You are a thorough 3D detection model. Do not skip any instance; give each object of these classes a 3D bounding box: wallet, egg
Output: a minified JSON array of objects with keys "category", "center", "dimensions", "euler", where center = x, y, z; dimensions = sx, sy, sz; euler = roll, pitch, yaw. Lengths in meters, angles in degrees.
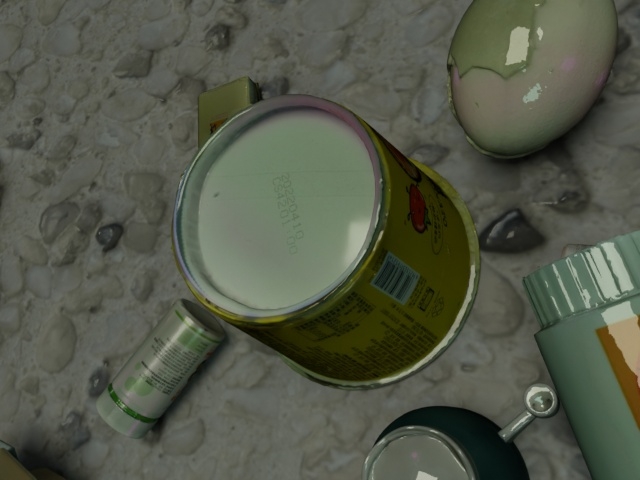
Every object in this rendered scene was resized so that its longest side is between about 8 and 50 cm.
[{"category":"wallet","center":[-0.139,-0.170,0.990],"dimensions":[0.110,0.039,0.155],"euler":[-15,67,24]},{"category":"egg","center":[0.238,-0.198,0.742],"dimensions":[0.183,0.183,0.217],"euler":[16,91,29]}]

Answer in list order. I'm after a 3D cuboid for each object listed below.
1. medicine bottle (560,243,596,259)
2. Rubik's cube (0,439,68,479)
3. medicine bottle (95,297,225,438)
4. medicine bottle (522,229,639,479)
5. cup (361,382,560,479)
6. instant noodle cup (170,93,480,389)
[{"category":"medicine bottle","center":[0.311,0.032,0.700],"dimensions":[0.089,0.052,0.052],"euler":[5,75,26]},{"category":"Rubik's cube","center":[-0.459,0.371,0.837],"dimensions":[0.212,0.224,0.265],"euler":[13,121,30]},{"category":"medicine bottle","center":[-0.219,0.175,0.884],"dimensions":[0.086,0.086,0.183],"euler":[40,93,30]},{"category":"medicine bottle","center":[0.306,0.156,0.575],"dimensions":[0.158,0.158,0.318],"euler":[-24,74,17]},{"category":"cup","center":[0.120,0.247,0.649],"dimensions":[0.299,0.173,0.167],"euler":[-42,62,7]},{"category":"instant noodle cup","center":[0.000,0.000,0.744],"dimensions":[0.325,0.254,0.326],"euler":[-8,71,23]}]
